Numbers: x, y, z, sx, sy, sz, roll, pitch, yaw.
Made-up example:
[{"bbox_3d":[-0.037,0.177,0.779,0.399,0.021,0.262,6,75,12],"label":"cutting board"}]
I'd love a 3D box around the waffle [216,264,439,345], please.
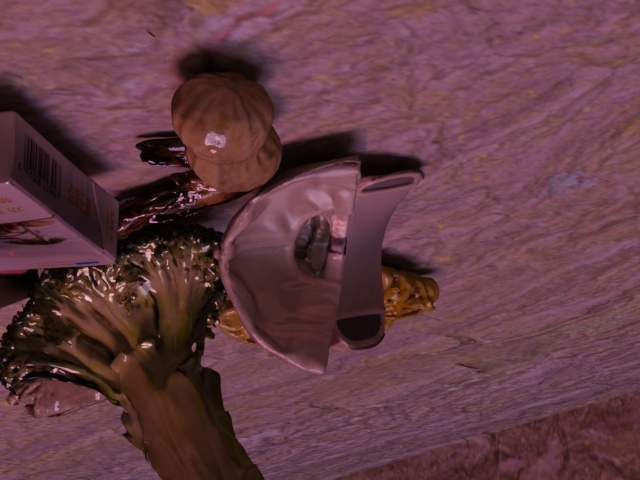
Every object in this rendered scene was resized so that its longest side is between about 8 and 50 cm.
[{"bbox_3d":[0.005,0.080,1.805,0.250,0.056,0.261,-19,163,28],"label":"waffle"}]

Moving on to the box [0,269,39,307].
[{"bbox_3d":[-0.363,0.050,1.540,0.126,0.031,0.091,-20,160,27],"label":"box"}]

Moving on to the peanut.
[{"bbox_3d":[-0.074,-0.086,1.203,0.082,0.082,0.187,-11,162,2],"label":"peanut"}]

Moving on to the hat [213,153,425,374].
[{"bbox_3d":[0.000,0.000,1.449,0.164,0.219,0.226,15,-165,7],"label":"hat"}]

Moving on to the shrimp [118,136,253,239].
[{"bbox_3d":[-0.147,-0.051,1.335,0.195,0.035,0.148,-20,162,17],"label":"shrimp"}]

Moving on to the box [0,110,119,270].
[{"bbox_3d":[-0.277,-0.034,1.231,0.149,0.067,0.233,-1,163,13],"label":"box"}]

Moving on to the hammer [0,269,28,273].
[{"bbox_3d":[-0.322,0.014,1.434,0.083,0.043,0.043,3,158,-36],"label":"hammer"}]

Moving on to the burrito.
[{"bbox_3d":[-0.324,0.192,1.957,0.229,0.063,0.058,-19,-172,22],"label":"burrito"}]

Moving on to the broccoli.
[{"bbox_3d":[-0.131,0.141,1.461,0.252,0.361,0.221,-46,166,-19],"label":"broccoli"}]
